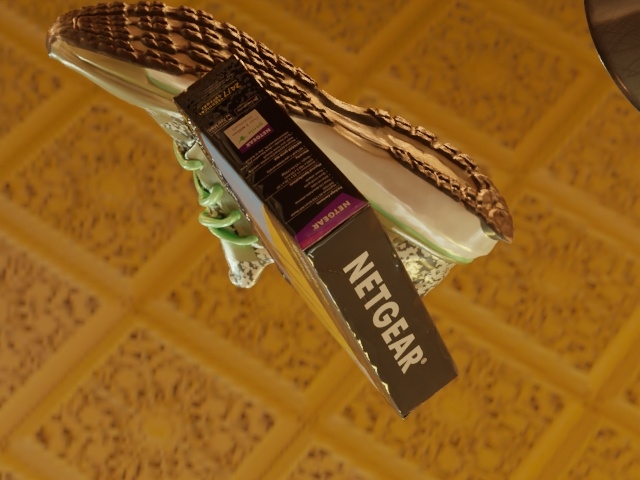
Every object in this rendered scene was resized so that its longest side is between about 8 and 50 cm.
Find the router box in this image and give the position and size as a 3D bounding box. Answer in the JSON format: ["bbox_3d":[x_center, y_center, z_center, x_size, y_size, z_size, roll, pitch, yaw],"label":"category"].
[{"bbox_3d":[0.000,0.000,1.046,0.046,0.179,0.133,-37,-128,-5],"label":"router box"}]

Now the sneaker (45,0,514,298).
[{"bbox_3d":[-0.050,-0.044,1.578,0.410,0.182,0.158,28,-161,-16],"label":"sneaker"}]

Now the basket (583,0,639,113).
[{"bbox_3d":[0.286,-0.138,1.025,0.204,0.227,0.154,14,-107,-29],"label":"basket"}]
